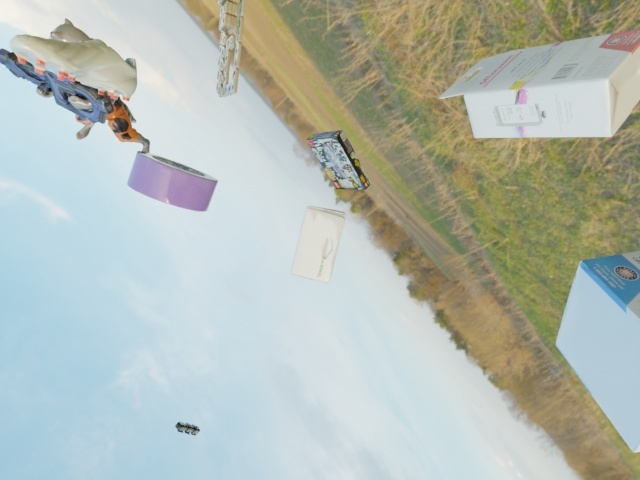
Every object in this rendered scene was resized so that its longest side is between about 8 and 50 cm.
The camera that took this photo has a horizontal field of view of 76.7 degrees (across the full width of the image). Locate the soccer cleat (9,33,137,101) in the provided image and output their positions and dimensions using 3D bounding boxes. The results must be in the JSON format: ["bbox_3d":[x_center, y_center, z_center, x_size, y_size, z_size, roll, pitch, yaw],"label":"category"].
[{"bbox_3d":[-0.352,-0.267,0.595,0.068,0.076,0.196,14,-173,17],"label":"soccer cleat"}]

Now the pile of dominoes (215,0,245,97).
[{"bbox_3d":[-0.245,-0.491,1.021,0.040,0.251,0.196,3,-171,-29],"label":"pile of dominoes"}]

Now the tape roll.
[{"bbox_3d":[-0.343,-0.138,0.947,0.189,0.080,0.189,22,-173,-3],"label":"tape roll"}]

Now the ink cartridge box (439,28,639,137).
[{"bbox_3d":[0.260,-0.181,0.488,0.198,0.115,0.067,19,146,51],"label":"ink cartridge box"}]

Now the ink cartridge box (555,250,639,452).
[{"bbox_3d":[0.536,0.137,0.573,0.198,0.270,0.197,-99,-1,-55],"label":"ink cartridge box"}]

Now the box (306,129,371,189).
[{"bbox_3d":[0.039,-0.166,0.852,0.094,0.027,0.137,10,144,49],"label":"box"}]

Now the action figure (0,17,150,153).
[{"bbox_3d":[-0.567,-0.368,0.966,0.341,0.178,0.330,31,151,7],"label":"action figure"}]

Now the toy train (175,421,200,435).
[{"bbox_3d":[-0.452,0.640,1.379,0.036,0.027,0.158,35,161,26],"label":"toy train"}]

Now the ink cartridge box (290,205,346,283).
[{"bbox_3d":[0.000,0.000,0.901,0.086,0.148,0.203,14,-175,2],"label":"ink cartridge box"}]
